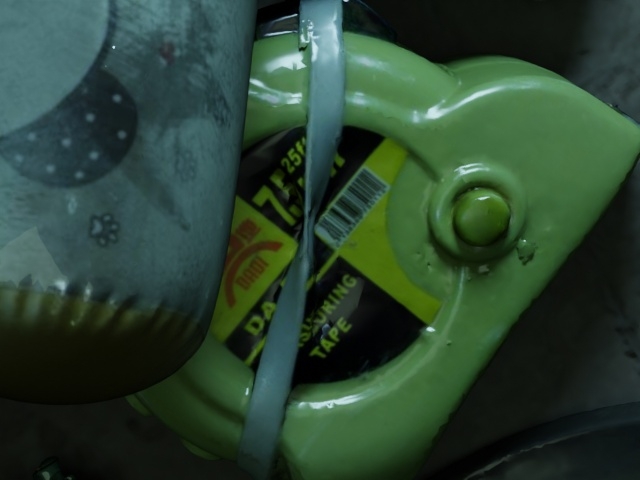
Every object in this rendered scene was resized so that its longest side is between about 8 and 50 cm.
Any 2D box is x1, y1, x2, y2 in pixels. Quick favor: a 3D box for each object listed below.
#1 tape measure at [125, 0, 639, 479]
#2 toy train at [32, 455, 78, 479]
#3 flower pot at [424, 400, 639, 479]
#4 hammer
[{"bbox_3d":[0.000,0.000,0.651,0.175,0.106,0.200,31,99,-13],"label":"tape measure"},{"bbox_3d":[-0.092,0.159,0.705,0.071,0.038,0.148,-22,92,6],"label":"toy train"},{"bbox_3d":[0.107,0.182,0.620,0.235,0.235,0.148,-22,112,6],"label":"flower pot"},{"bbox_3d":[-0.145,-0.042,0.608,0.305,0.113,0.202,-8,68,44],"label":"hammer"}]
